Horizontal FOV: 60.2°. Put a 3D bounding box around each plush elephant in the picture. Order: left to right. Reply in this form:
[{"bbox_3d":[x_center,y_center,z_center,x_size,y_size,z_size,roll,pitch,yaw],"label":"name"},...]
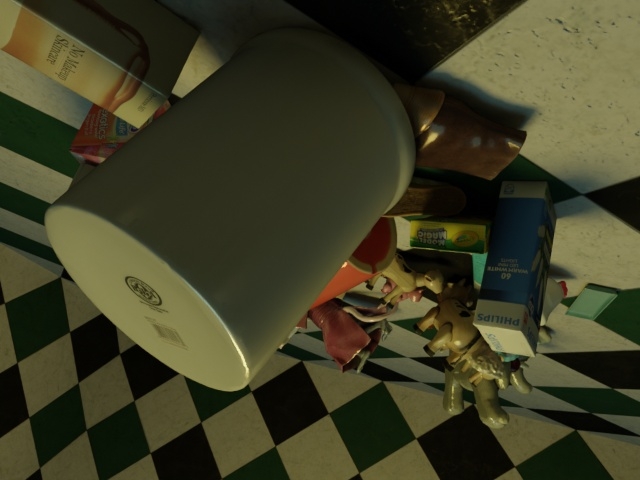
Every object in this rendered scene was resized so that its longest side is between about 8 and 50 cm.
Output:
[{"bbox_3d":[0.499,0.344,1.564,0.256,0.329,0.272,-1,165,-17],"label":"plush elephant"}]

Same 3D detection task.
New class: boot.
[{"bbox_3d":[0.168,-0.127,0.852,0.207,0.090,0.248,21,155,-4],"label":"boot"}]

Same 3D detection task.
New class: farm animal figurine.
[{"bbox_3d":[0.294,0.162,1.343,0.330,0.172,0.326,34,-165,-35],"label":"farm animal figurine"}]

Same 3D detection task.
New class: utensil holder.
[{"bbox_3d":[-0.104,-0.049,0.736,0.328,0.385,0.327,25,143,21],"label":"utensil holder"}]

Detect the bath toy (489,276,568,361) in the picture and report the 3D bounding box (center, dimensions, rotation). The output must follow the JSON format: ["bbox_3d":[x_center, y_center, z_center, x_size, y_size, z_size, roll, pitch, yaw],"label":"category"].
[{"bbox_3d":[0.474,0.167,1.296,0.129,0.151,0.348,-25,155,-9],"label":"bath toy"}]

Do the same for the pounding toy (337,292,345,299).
[{"bbox_3d":[0.007,0.085,1.528,0.141,0.100,0.130,29,171,-21],"label":"pounding toy"}]

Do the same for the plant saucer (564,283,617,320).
[{"bbox_3d":[0.617,0.143,1.264,0.067,0.018,0.192,12,157,16],"label":"plant saucer"}]

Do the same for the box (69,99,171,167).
[{"bbox_3d":[-0.350,-0.150,1.125,0.142,0.154,0.300,13,158,12],"label":"box"}]

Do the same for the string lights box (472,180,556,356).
[{"bbox_3d":[0.328,0.045,0.917,0.077,0.259,0.133,4,155,33],"label":"string lights box"}]

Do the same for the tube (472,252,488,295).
[{"bbox_3d":[0.369,0.060,1.222,0.080,0.052,0.207,6,151,16],"label":"tube"}]

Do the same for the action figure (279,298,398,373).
[{"bbox_3d":[0.021,0.241,1.747,0.370,0.248,0.275,35,131,24],"label":"action figure"}]

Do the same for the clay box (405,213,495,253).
[{"bbox_3d":[0.243,-0.015,0.974,0.128,0.053,0.222,5,-172,26],"label":"clay box"}]

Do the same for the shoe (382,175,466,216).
[{"bbox_3d":[0.148,-0.080,0.995,0.219,0.076,0.058,7,-164,1],"label":"shoe"}]

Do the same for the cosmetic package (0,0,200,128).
[{"bbox_3d":[-0.344,-0.304,0.773,0.296,0.129,0.153,28,155,-26],"label":"cosmetic package"}]

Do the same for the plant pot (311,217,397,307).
[{"bbox_3d":[0.000,0.000,1.099,0.275,0.274,0.243,32,145,-33],"label":"plant pot"}]

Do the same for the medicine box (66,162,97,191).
[{"bbox_3d":[-0.351,0.006,1.099,0.264,0.149,0.289,18,159,-6],"label":"medicine box"}]
